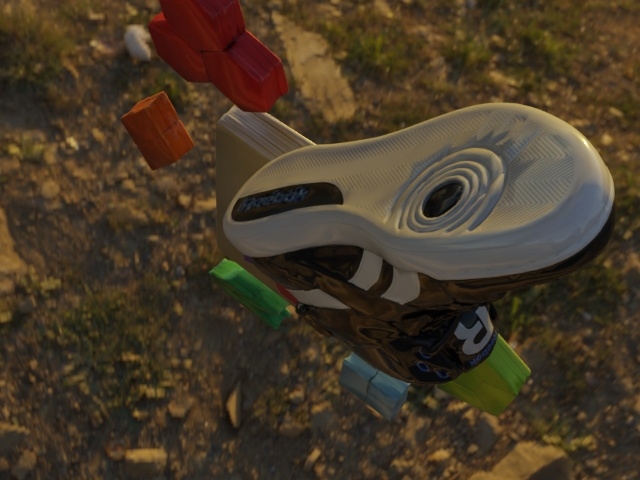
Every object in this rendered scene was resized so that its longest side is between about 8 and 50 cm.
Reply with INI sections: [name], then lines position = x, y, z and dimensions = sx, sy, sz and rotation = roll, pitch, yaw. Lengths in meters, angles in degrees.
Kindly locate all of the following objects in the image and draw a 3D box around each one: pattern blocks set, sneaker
[pattern blocks set]
position = 0.000, 0.000, 0.694
dimensions = 0.285, 0.325, 0.026
rotation = 40, 68, 4
[sneaker]
position = 0.061, 0.012, 0.514
dimensions = 0.121, 0.217, 0.079
rotation = 47, 66, -27
